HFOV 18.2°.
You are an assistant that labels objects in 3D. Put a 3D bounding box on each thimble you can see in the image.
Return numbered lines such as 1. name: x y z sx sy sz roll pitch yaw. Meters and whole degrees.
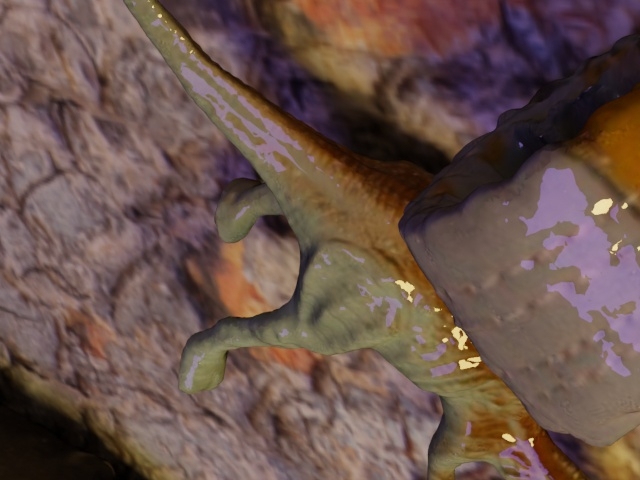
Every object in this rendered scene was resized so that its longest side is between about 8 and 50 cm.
1. thimble: 0.117 -0.002 0.776 0.118 0.127 0.151 53 146 -7

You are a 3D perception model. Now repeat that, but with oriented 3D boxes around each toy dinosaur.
1. toy dinosaur: 0.000 0.000 0.932 0.205 0.092 0.393 -2 119 47

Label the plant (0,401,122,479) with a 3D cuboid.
1. plant: -0.192 0.228 1.262 0.276 0.199 0.188 36 148 24
